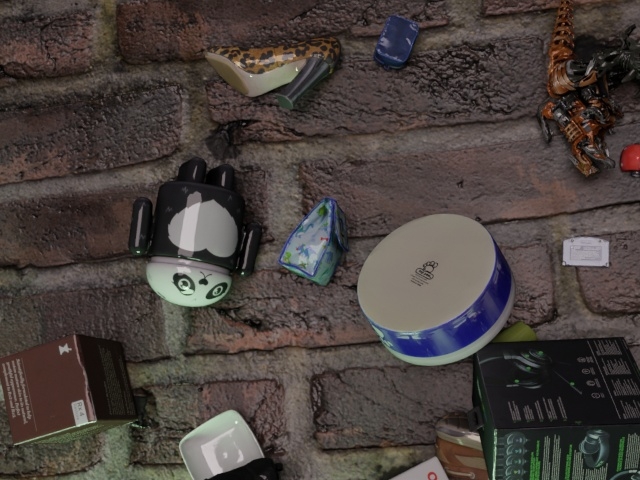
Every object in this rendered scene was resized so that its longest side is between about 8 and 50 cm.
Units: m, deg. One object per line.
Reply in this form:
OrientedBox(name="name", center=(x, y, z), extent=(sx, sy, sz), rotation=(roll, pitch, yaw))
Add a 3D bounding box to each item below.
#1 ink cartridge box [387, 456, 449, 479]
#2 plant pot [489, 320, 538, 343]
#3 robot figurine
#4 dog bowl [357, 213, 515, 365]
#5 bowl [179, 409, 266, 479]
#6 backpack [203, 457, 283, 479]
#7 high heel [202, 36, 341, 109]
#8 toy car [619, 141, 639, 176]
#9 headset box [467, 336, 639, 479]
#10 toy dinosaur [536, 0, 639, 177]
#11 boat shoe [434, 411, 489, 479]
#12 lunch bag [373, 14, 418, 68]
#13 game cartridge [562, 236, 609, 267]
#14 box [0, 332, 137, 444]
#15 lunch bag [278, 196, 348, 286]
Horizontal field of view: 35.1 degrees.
OrientedBox(name="ink cartridge box", center=(0.121, 0.521, 1.737), extent=(0.273, 0.114, 0.197), rotation=(-23, 75, -17))
OrientedBox(name="plant pot", center=(0.347, 0.188, 1.820), extent=(0.079, 0.083, 0.083), rotation=(-40, 74, -10))
OrientedBox(name="robot figurine", center=(-0.235, -0.013, 1.924), extent=(0.209, 0.173, 0.278), rotation=(7, 81, 16))
OrientedBox(name="dog bowl", center=(0.202, 0.083, 1.784), extent=(0.265, 0.104, 0.264), rotation=(-18, 44, 18))
OrientedBox(name="bowl", center=(-0.177, 0.404, 1.901), extent=(0.142, 0.053, 0.142), rotation=(-32, 75, 5))
OrientedBox(name="backpack", center=(-0.120, 0.498, 1.815), extent=(0.152, 0.115, 0.182), rotation=(-18, 108, 0))
OrientedBox(name="high heel", center=(-0.094, -0.371, 2.022), extent=(0.261, 0.093, 0.186), rotation=(29, 65, 27))
OrientedBox(name="toy car", center=(0.692, -0.153, 1.812), extent=(0.239, 0.053, 0.225), rotation=(42, 91, 15))
OrientedBox(name="headset box", center=(0.386, 0.282, 1.668), extent=(0.283, 0.246, 0.131), rotation=(-3, 118, 0))
OrientedBox(name="toy dinosaur", center=(0.488, -0.286, 1.838), extent=(0.218, 0.164, 0.321), rotation=(-17, 99, 25))
OrientedBox(name="boat shoe", center=(0.348, 0.395, 1.753), extent=(0.324, 0.123, 0.116), rotation=(14, 101, 30))
OrientedBox(name="lunch bag", center=(0.144, -0.379, 1.964), extent=(0.067, 0.065, 0.098), rotation=(24, 85, -1))
OrientedBox(name="game cartridge", center=(0.484, 0.021, 1.846), extent=(0.083, 0.017, 0.056), rotation=(2, 84, 12))
OrientedBox(name="box", center=(-0.472, 0.283, 1.908), extent=(0.167, 0.203, 0.168), rotation=(-17, 77, 9))
OrientedBox(name="lunch bag", center=(0.000, 0.000, 1.895), extent=(0.096, 0.129, 0.151), rotation=(22, 84, 14))
